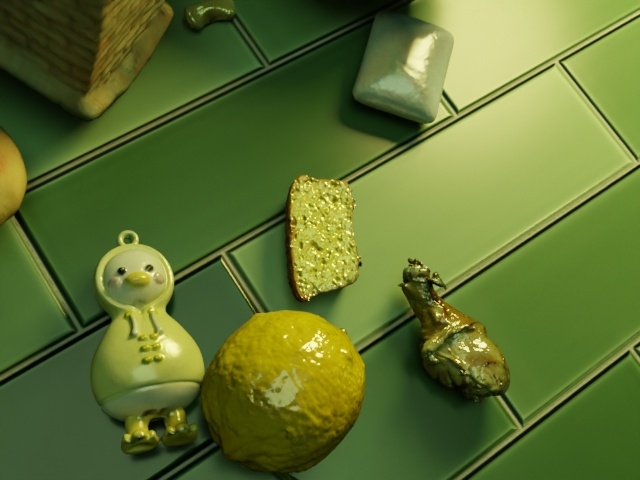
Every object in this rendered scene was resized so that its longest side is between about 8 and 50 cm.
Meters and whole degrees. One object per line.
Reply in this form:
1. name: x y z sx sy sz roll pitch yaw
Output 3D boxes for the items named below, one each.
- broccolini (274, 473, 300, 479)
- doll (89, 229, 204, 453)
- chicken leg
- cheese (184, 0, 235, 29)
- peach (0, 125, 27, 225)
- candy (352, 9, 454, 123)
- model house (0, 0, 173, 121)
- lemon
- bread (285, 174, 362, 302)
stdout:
1. broccolini: 0.002 0.333 0.979 0.194 0.052 0.054 40 65 6
2. doll: -0.230 0.120 0.976 0.141 0.117 0.296 -9 73 -17
3. chicken leg: 0.173 0.130 1.063 0.103 0.088 0.228 -36 84 -6
4. cheese: -0.174 -0.358 1.201 0.083 0.030 0.044 -26 71 -23
5. peach: -0.476 -0.086 0.976 0.184 0.184 0.184 3 70 -9
6. candy: 0.134 -0.278 1.206 0.138 0.071 0.174 18 68 -4
7. model house: -0.413 -0.405 1.012 0.445 0.400 0.395 30 56 -7
8. lemon: -0.045 0.185 0.947 0.192 0.192 0.231 43 56 6
9. bread: 0.000 0.000 1.090 0.103 0.065 0.188 -3 70 -13
